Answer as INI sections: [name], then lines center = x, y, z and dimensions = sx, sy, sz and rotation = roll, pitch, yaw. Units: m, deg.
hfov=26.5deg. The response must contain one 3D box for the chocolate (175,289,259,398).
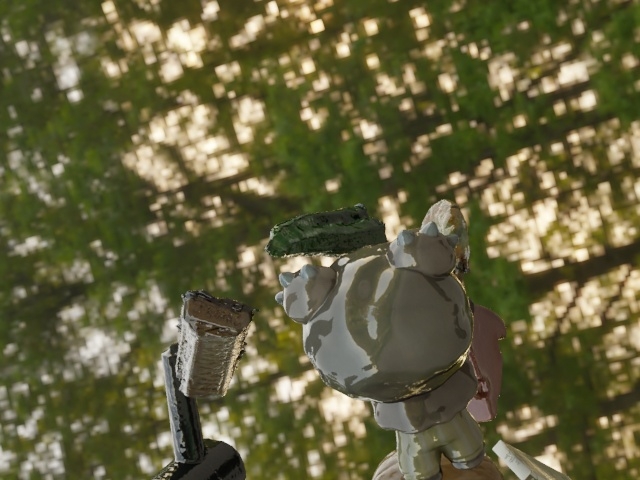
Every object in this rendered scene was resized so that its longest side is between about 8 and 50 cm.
[chocolate]
center = -0.152, 0.148, 1.823
dimensions = 0.329, 0.102, 0.065
rotation = 112, 175, -67

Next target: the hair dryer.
[hair dryer]
center = -0.236, 0.320, 2.128
dimensions = 0.244, 0.116, 0.303
rotation = -32, -63, -60

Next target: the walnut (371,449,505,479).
[walnut]
center = 0.174, 0.376, 2.002
dimensions = 0.167, 0.207, 0.167
rotation = -8, -90, -85

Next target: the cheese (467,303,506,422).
[cheese]
center = 0.248, 0.187, 2.336
dimensions = 0.177, 0.128, 0.203
rotation = -42, -65, -57

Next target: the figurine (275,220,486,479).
[figurine]
center = 0.107, 0.161, 1.781
dimensions = 0.203, 0.248, 0.381
rotation = -86, -24, -58

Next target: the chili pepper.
[chili pepper]
center = 0.000, 0.000, 1.813
dimensions = 0.088, 0.059, 0.227
rotation = 43, -151, 23

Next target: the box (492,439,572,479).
[box]
center = 0.397, 0.421, 2.386
dimensions = 0.198, 0.029, 0.109
rotation = 31, -172, -33

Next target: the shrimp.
[shrimp]
center = 0.233, 0.014, 2.514
dimensions = 0.051, 0.115, 0.217
rotation = 16, -142, -27
